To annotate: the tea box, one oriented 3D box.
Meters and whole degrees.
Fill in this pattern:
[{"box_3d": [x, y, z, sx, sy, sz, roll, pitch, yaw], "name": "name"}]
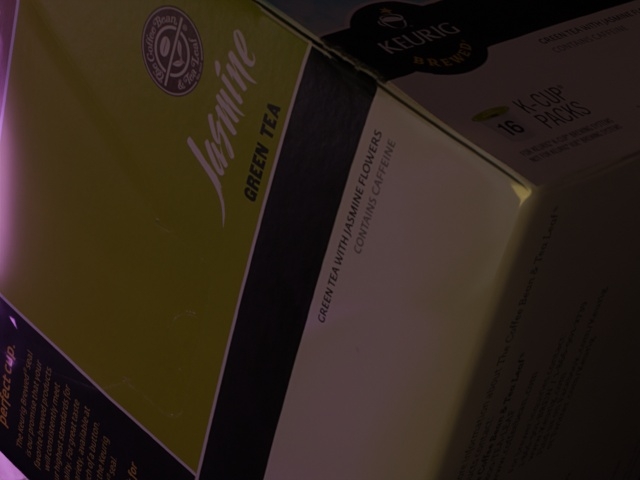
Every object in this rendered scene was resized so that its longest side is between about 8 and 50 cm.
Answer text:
[{"box_3d": [0.000, 0.000, 0.787, 0.323, 0.220, 0.329, 37, 130, 28], "name": "tea box"}]
